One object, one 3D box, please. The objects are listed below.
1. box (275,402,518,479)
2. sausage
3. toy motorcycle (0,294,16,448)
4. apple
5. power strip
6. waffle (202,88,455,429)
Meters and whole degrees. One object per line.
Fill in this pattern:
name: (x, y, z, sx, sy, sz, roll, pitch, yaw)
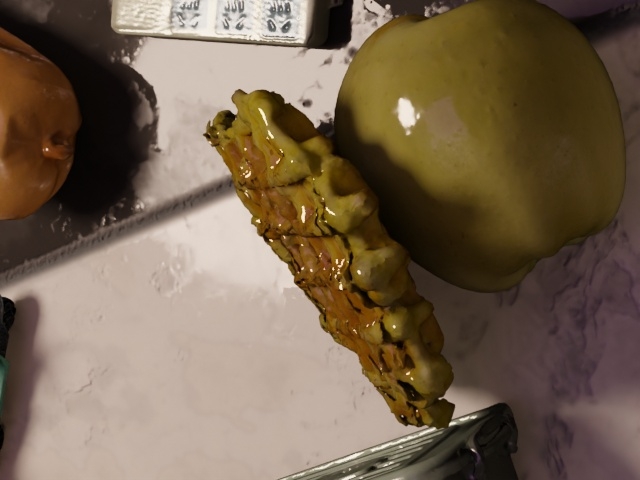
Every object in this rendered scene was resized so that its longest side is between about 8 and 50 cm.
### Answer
box: (0.038, 0.220, 1.326, 0.243, 0.163, 0.135, -23, 91, 25)
sausage: (-0.288, -0.105, 1.497, 0.241, 0.120, 0.136, 30, 116, 23)
toy motorcycle: (-0.287, 0.121, 1.517, 0.058, 0.100, 0.173, 21, 102, 25)
apple: (0.107, -0.069, 1.262, 0.200, 0.200, 0.200, 1, 93, 27)
power strip: (-0.074, -0.189, 1.430, 0.192, 0.035, 0.081, 7, 95, 26)
waffle: (0.002, -0.001, 1.285, 0.051, 0.291, 0.291, -31, 75, -10)
